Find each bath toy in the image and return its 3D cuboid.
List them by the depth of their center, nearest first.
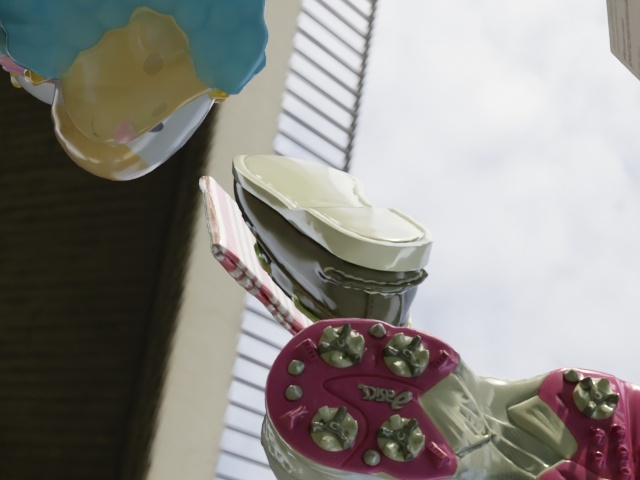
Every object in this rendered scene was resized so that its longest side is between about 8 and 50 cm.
[{"bbox_3d":[-0.111,-0.113,0.776,0.348,0.129,0.151,-150,-125,-78],"label":"bath toy"}]

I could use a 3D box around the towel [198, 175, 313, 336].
[{"bbox_3d":[-0.058,0.035,1.456,0.029,0.197,0.144,-36,-151,10],"label":"towel"}]

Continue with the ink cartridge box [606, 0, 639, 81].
[{"bbox_3d":[0.350,-0.186,1.201,0.114,0.198,0.273,-23,-137,-8],"label":"ink cartridge box"}]

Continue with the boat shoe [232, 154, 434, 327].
[{"bbox_3d":[-0.004,0.000,1.127,0.305,0.109,0.091,-139,-126,-64],"label":"boat shoe"}]

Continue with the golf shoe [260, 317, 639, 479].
[{"bbox_3d":[0.110,0.139,0.846,0.306,0.140,0.115,19,-125,0],"label":"golf shoe"}]
